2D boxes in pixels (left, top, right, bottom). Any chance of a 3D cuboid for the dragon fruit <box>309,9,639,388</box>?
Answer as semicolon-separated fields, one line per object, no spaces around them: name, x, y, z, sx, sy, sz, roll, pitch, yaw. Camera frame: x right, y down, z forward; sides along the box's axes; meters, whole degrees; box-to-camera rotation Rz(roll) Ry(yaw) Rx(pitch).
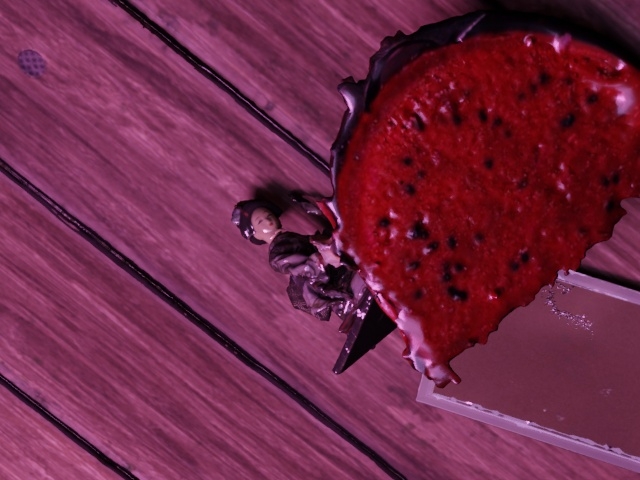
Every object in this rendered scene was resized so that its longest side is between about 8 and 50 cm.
dragon fruit;0.141;-0.079;1.456;0.343;0.100;0.282;-39;109;-7

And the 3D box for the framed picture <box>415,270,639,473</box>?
framed picture;0.245;0.119;1.643;0.273;0.016;0.216;18;124;9

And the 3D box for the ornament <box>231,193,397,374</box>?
ornament;0.000;0.000;1.599;0.196;0.166;0.153;32;125;17
